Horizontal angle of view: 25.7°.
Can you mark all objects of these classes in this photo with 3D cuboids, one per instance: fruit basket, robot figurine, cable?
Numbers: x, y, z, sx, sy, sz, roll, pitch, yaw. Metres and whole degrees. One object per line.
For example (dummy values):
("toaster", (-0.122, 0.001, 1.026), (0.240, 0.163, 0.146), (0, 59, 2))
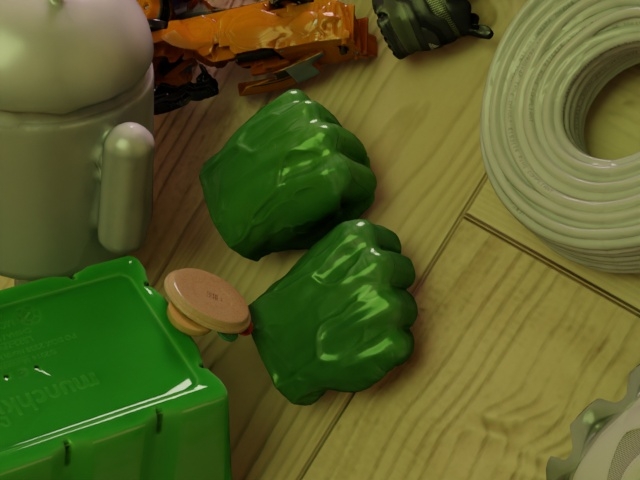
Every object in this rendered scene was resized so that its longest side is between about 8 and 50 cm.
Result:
("fruit basket", (-0.285, 0.208, 1.200), (0.392, 0.392, 0.283), (-44, 60, 10))
("robot figurine", (-0.088, -0.221, 1.349), (0.291, 0.085, 0.211), (-6, 70, 27))
("robot figurine", (-0.251, -0.107, 1.264), (0.300, 0.200, 0.353), (34, 136, 31))
("cable", (0.249, -0.103, 1.100), (0.257, 0.089, 0.257), (16, 83, 37))

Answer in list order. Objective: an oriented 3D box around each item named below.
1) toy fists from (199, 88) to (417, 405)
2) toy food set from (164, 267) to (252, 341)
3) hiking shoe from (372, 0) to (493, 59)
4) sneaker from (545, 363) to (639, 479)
("toy fists", (0.000, 0.000, 1.216), (0.142, 0.096, 0.279), (-37, 59, 29))
("toy food set", (-0.094, 0.054, 1.169), (0.020, 0.082, 0.083), (-59, 34, 24))
("hiking shoe", (0.106, -0.274, 1.270), (0.114, 0.086, 0.227), (-5, 75, 14))
("sneaker", (0.304, 0.102, 0.963), (0.330, 0.122, 0.146), (-54, 23, 12))
